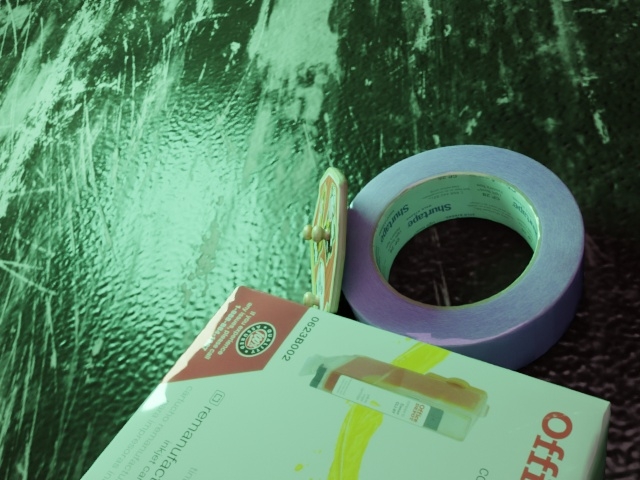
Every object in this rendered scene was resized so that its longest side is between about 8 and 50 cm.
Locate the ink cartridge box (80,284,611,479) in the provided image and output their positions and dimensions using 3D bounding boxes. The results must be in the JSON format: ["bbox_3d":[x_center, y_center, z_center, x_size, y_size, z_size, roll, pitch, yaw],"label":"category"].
[{"bbox_3d":[0.025,0.227,0.601,0.384,0.160,0.279,15,48,28],"label":"ink cartridge box"}]

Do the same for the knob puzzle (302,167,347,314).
[{"bbox_3d":[0.000,0.000,0.788,0.030,0.213,0.213,4,52,-9],"label":"knob puzzle"}]

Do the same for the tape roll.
[{"bbox_3d":[0.158,0.019,0.785,0.275,0.090,0.275,-10,53,13],"label":"tape roll"}]
